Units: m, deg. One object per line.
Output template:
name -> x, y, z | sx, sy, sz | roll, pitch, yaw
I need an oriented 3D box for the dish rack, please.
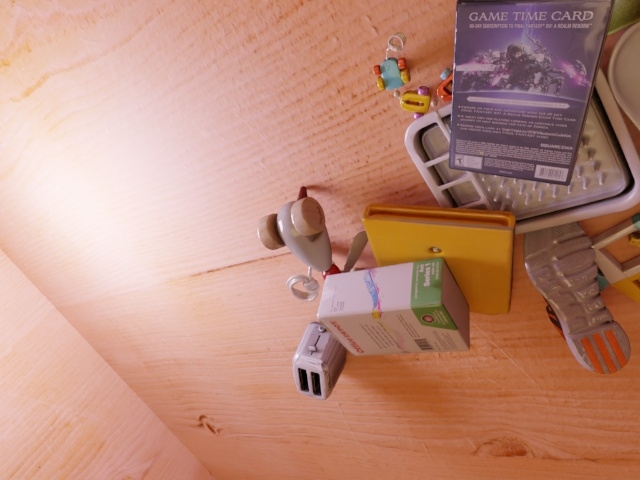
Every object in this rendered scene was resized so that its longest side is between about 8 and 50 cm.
dish rack -> 0.344, -0.149, 0.785 | 0.332, 0.072, 0.286 | -16, 116, 47

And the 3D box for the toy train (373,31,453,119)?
toy train -> 0.179, -0.293, 0.804 | 0.166, 0.046, 0.125 | 33, 132, -4

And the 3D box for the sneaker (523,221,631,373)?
sneaker -> 0.484, 0.096, 0.900 | 0.124, 0.180, 0.322 | -18, 82, 15

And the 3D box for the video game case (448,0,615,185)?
video game case -> 0.298, -0.218, 0.681 | 0.195, 0.026, 0.274 | 14, 134, 27

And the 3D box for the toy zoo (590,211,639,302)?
toy zoo -> 0.641, 0.019, 0.819 | 0.192, 0.030, 0.293 | 40, 133, -7

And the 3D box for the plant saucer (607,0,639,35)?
plant saucer -> 0.352, -0.356, 0.593 | 0.188, 0.188, 0.045 | 32, 106, 1

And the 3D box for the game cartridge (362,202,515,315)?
game cartridge -> 0.259, 0.049, 0.964 | 0.285, 0.053, 0.324 | 6, 147, 25

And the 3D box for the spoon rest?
spoon rest -> 0.507, -0.198, 0.674 | 0.137, 0.084, 0.277 | -15, 121, 15

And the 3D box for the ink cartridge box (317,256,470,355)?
ink cartridge box -> 0.163, 0.156, 0.991 | 0.278, 0.117, 0.201 | -11, 137, 29

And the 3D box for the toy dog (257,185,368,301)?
toy dog -> 0.000, 0.000, 1.081 | 0.219, 0.161, 0.334 | 1, 140, 23

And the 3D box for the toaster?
toaster -> -0.004, 0.365, 1.338 | 0.129, 0.146, 0.227 | 12, 130, 19
